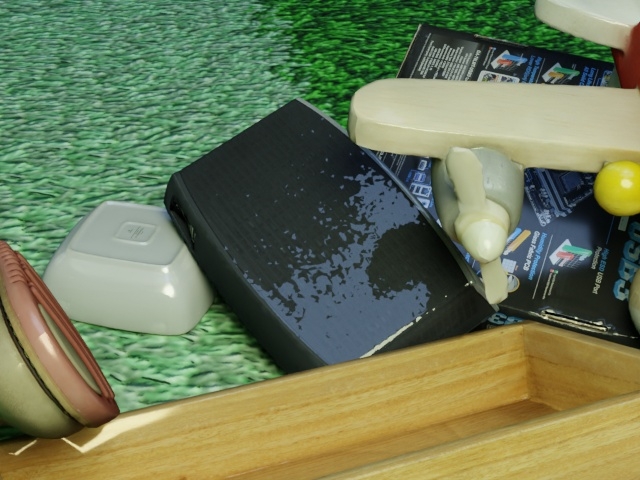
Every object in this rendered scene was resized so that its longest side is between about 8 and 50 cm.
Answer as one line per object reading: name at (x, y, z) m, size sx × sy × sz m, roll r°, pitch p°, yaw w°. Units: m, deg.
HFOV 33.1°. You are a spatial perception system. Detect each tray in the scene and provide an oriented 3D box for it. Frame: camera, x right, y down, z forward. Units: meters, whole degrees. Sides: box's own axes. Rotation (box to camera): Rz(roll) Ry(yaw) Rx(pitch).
tray at (0.015, 0.136, 0.643) m, size 0.410 × 0.076 × 0.203 m, roll -9°, pitch 9°, yaw -23°

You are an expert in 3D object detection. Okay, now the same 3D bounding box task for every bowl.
bowl at (-0.155, 0.015, 0.907) m, size 0.142 × 0.053 × 0.142 m, roll 9°, pitch 33°, yaw 9°

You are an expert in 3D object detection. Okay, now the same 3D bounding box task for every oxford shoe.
oxford shoe at (-0.219, 0.083, 0.656) m, size 0.130 × 0.123 × 0.348 m, roll -34°, pitch 12°, yaw -21°

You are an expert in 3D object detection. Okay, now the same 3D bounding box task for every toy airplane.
toy airplane at (0.266, -0.054, 0.760) m, size 0.386 × 0.273 × 0.384 m, roll 20°, pitch 23°, yaw 36°

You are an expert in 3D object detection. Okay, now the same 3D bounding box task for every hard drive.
hard drive at (0.000, 0.000, 0.844) m, size 0.172 × 0.054 × 0.255 m, roll -33°, pitch 60°, yaw -14°

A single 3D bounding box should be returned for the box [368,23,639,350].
box at (0.182, -0.044, 0.934) m, size 0.293 × 0.073 × 0.296 m, roll 15°, pitch 56°, yaw 14°
